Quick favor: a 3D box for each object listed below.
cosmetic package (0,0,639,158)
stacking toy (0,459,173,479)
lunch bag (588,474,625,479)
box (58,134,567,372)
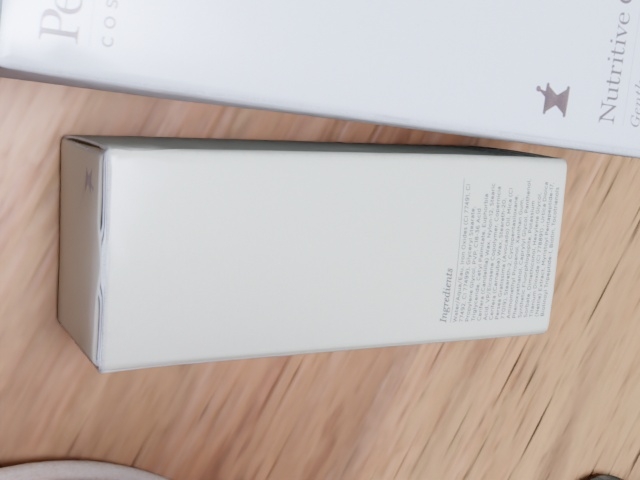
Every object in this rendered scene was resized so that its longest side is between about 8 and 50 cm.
[{"bbox_3d":[0.029,-0.163,0.479,0.385,0.156,0.217,1,99,-29],"label":"cosmetic package"},{"bbox_3d":[-0.013,0.228,0.321,0.350,0.480,0.350,14,64,-33],"label":"stacking toy"},{"bbox_3d":[0.304,0.341,0.678,0.305,0.256,0.212,41,81,-29],"label":"lunch bag"},{"bbox_3d":[0.000,0.000,0.536,0.275,0.094,0.113,0,101,-27],"label":"box"}]
